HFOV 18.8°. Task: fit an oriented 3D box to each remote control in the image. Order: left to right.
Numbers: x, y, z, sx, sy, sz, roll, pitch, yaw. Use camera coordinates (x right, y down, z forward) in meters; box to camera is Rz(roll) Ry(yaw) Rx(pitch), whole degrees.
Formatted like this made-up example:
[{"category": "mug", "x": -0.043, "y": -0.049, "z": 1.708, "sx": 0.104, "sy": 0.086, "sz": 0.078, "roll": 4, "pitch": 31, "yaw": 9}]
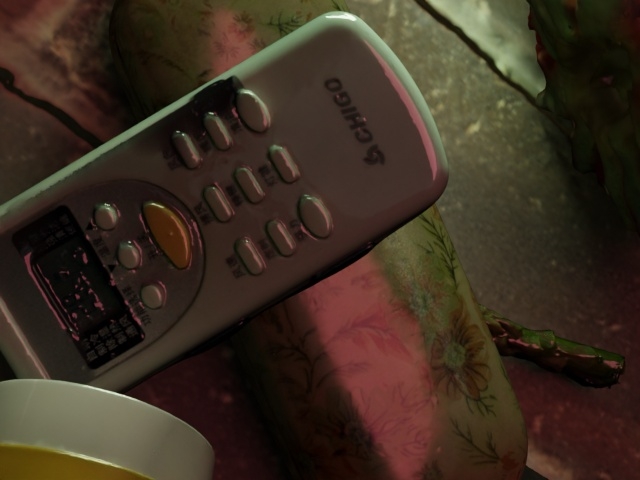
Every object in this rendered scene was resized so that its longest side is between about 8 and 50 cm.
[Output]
[{"category": "remote control", "x": -0.068, "y": -0.015, "z": 1.169, "sx": 0.296, "sy": 0.056, "sz": 0.140, "roll": -30, "pitch": 93, "yaw": 0}]

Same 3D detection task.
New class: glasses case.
[{"category": "glasses case", "x": 0.000, "y": 0.000, "z": 1.256, "sx": 0.157, "sy": 0.098, "sz": 0.425, "roll": -24, "pitch": 92, "yaw": -21}]

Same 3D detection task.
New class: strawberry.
[{"category": "strawberry", "x": 0.325, "y": -0.169, "z": 1.352, "sx": 0.345, "sy": 0.295, "sz": 0.317, "roll": -24, "pitch": 77, "yaw": -13}]

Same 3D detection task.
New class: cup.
[{"category": "cup", "x": -0.142, "y": 0.219, "z": 1.103, "sx": 0.241, "sy": 0.185, "sz": 0.226, "roll": 49, "pitch": 47, "yaw": -52}]

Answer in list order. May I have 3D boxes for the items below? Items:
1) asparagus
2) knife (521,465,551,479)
[{"category": "asparagus", "x": 0.143, "y": 0.071, "z": 1.361, "sx": 0.165, "sy": 0.036, "sz": 0.030, "roll": 21, "pitch": 85, "yaw": -26}, {"category": "knife", "x": 0.155, "y": 0.234, "z": 1.266, "sx": 0.072, "sy": 0.019, "sz": 0.245, "roll": 32, "pitch": 30, "yaw": -21}]
